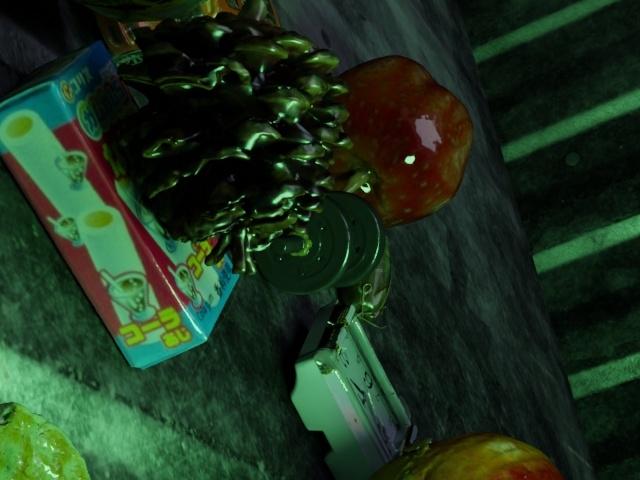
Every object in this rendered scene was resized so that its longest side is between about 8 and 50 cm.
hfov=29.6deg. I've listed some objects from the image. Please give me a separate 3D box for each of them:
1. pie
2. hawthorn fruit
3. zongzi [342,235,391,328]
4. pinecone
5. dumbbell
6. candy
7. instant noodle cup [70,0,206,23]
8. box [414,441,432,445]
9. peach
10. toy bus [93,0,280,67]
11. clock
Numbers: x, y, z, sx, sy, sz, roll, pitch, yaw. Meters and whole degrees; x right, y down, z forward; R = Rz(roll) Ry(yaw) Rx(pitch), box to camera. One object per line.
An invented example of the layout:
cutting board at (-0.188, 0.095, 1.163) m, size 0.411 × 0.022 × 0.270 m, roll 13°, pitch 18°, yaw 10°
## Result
pie at (-0.237, 0.219, 0.964) m, size 0.187 × 0.041 × 0.187 m, roll 53°, pitch 24°, yaw -37°
hawthorn fruit at (0.098, -0.144, 1.995) m, size 0.287 × 0.287 × 0.330 m, roll 62°, pitch 34°, yaw -15°
zongzi at (0.077, 0.079, 1.955) m, size 0.184 × 0.084 × 0.187 m, roll 74°, pitch 15°, yaw -58°
pinecone at (-0.080, -0.109, 1.176) m, size 0.243 × 0.243 × 0.257 m, roll 38°, pitch 39°, yaw -56°
dumbbell at (0.000, 0.000, 1.700) m, size 0.143 × 0.143 × 0.325 m, roll 70°, pitch 19°, yaw 6°
candy at (-0.208, -0.039, 1.245) m, size 0.306 × 0.100 × 0.157 m, roll 61°, pitch 21°, yaw -17°
instant noodle cup at (-0.249, -0.381, 1.228) m, size 0.254 × 0.325 × 0.326 m, roll -24°, pitch 92°, yaw -63°
box at (0.143, 0.396, 1.754) m, size 0.139 × 0.073 × 0.194 m, roll 65°, pitch 19°, yaw -9°
peach at (0.187, 0.411, 1.504) m, size 0.372 × 0.289 × 0.373 m, roll 32°, pitch 50°, yaw -48°
toy bus at (-0.172, -0.296, 1.550) m, size 0.329 × 0.153 × 0.143 m, roll 0°, pitch 70°, yaw -70°
clock at (0.045, 0.226, 1.662) m, size 0.253 × 0.083 × 0.186 m, roll 63°, pitch 20°, yaw -14°
